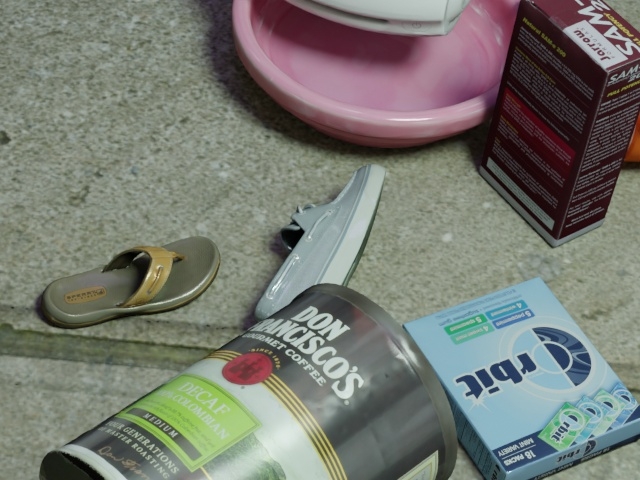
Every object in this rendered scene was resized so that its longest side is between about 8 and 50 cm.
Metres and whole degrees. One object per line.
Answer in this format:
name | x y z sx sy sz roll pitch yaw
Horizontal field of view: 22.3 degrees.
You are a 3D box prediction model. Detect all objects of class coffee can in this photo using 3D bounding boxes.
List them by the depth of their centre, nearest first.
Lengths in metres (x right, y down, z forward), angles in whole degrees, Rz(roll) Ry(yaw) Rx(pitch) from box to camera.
coffee can | -0.055 0.186 1.307 0.275 0.201 0.201 -32 59 -31

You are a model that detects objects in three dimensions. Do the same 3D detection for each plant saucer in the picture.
plant saucer | 0.066 -0.214 1.775 0.332 0.084 0.332 4 46 -4

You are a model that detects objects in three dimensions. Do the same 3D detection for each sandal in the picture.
sandal | -0.176 0.033 1.535 0.180 0.049 0.072 -15 51 -20

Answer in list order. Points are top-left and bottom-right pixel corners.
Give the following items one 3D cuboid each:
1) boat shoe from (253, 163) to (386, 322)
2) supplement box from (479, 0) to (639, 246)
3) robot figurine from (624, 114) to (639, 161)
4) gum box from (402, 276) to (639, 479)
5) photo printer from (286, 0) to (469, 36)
boat shoe | 0.000 0.001 1.569 0.081 0.079 0.227 21 51 6
supplement box | 0.241 -0.125 1.608 0.073 0.239 0.130 -24 55 -26
robot figurine | 0.351 -0.146 1.724 0.219 0.128 0.158 -1 50 -10
gum box | 0.184 0.130 1.501 0.157 0.041 0.184 -17 53 -23
photo printer | 0.074 -0.364 1.738 0.256 0.107 0.307 20 68 15
